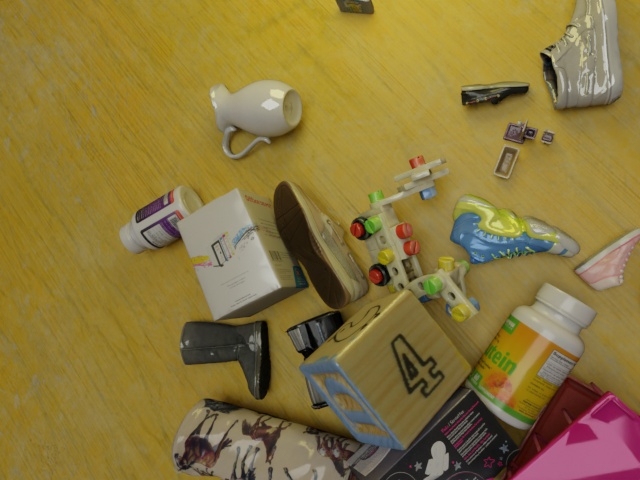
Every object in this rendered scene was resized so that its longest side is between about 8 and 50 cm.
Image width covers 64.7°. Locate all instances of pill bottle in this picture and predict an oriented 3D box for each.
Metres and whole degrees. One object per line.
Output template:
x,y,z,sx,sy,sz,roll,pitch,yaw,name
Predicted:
0.386,0.205,0.923,0.136,0.136,0.245,34,97,18,pill bottle
-0.381,-0.043,1.217,0.194,0.108,0.108,-27,78,15,pill bottle

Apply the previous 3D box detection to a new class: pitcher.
-0.148,-0.275,1.161,0.207,0.125,0.177,7,109,29,pitcher

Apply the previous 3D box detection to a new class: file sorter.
0.427,0.405,0.821,0.290,0.182,0.202,-47,72,9,file sorter

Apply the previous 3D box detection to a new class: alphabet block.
0.114,0.234,0.925,0.197,0.192,0.193,-39,92,-27,alphabet block

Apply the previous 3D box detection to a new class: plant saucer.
0.499,0.415,0.917,0.259,0.048,0.259,29,95,19,plant saucer

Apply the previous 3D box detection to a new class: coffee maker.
0.033,0.240,1.064,0.171,0.120,0.178,-15,80,-23,coffee maker

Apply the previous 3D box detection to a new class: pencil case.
-0.109,0.463,1.060,0.411,0.160,0.183,10,75,19,pencil case

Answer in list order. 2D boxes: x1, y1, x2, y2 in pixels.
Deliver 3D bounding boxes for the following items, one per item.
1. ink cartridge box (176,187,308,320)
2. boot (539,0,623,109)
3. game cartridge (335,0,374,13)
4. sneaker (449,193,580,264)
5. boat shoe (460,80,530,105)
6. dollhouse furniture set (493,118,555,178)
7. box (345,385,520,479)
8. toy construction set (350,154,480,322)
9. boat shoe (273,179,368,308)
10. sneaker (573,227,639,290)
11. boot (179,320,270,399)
-0.167,0.033,1.105,0.168,0.171,0.232,-28,77,15,ink cartridge box
0.481,-0.377,0.955,0.124,0.095,0.258,-7,85,11,boot
0.075,-0.529,1.127,0.083,0.056,0.017,13,83,20,game cartridge
0.363,0.005,0.982,0.240,0.091,0.126,27,107,26,sneaker
0.353,-0.298,1.024,0.133,0.049,0.042,-4,113,12,boat shoe
0.390,-0.175,0.979,0.091,0.081,0.114,22,93,19,dollhouse furniture set
0.191,0.385,0.906,0.247,0.163,0.142,-37,91,-13,box
0.182,0.003,0.982,0.215,0.151,0.327,-18,80,52,toy construction set
0.000,0.000,1.094,0.302,0.098,0.109,59,138,12,boat shoe
0.545,0.040,0.928,0.134,0.051,0.070,-41,76,15,sneaker
-0.222,0.271,1.157,0.209,0.076,0.189,-7,69,11,boot
